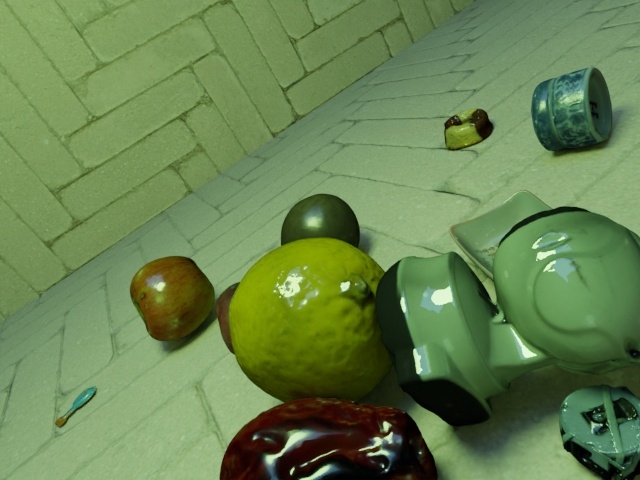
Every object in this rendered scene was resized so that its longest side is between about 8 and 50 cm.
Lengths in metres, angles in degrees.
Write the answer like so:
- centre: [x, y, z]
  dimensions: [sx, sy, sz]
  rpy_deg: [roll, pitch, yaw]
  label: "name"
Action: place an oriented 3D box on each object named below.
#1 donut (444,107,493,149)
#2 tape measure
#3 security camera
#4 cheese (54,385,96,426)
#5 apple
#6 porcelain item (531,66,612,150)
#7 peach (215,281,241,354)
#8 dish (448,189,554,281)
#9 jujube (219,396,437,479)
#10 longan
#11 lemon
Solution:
- centre: [0.383, -0.295, 1.262]
  dimensions: [0.141, 0.059, 0.140]
  rpy_deg: [-22, 28, 13]
  label: "donut"
- centre: [0.283, 0.188, 0.467]
  dimensions: [0.091, 0.054, 0.094]
  rpy_deg: [-27, 26, -6]
  label: "tape measure"
- centre: [0.223, 0.073, 0.541]
  dimensions: [0.277, 0.197, 0.191]
  rpy_deg: [-24, 44, 25]
  label: "security camera"
- centre: [-0.563, 0.380, 1.105]
  dimensions: [0.047, 0.017, 0.111]
  rpy_deg: [-6, 34, 48]
  label: "cheese"
- centre: [-0.344, 0.131, 1.126]
  dimensions: [0.196, 0.195, 0.196]
  rpy_deg: [-25, 25, 13]
  label: "apple"
- centre: [0.495, -0.256, 0.951]
  dimensions: [0.114, 0.147, 0.147]
  rpy_deg: [-7, 34, 46]
  label: "porcelain item"
- centre: [-0.128, 0.144, 0.907]
  dimensions: [0.152, 0.152, 0.152]
  rpy_deg: [-25, 25, 13]
  label: "peach"
- centre: [0.310, 0.014, 0.735]
  dimensions: [0.151, 0.077, 0.212]
  rpy_deg: [-28, 25, 3]
  label: "dish"
- centre: [0.006, 0.255, 0.534]
  dimensions: [0.237, 0.168, 0.168]
  rpy_deg: [-21, 26, 16]
  label: "jujube"
- centre: [0.000, 0.000, 1.033]
  dimensions: [0.185, 0.159, 0.204]
  rpy_deg: [-35, 58, 33]
  label: "longan"
- centre: [-0.008, 0.118, 0.691]
  dimensions: [0.268, 0.267, 0.267]
  rpy_deg: [-25, 25, 13]
  label: "lemon"
